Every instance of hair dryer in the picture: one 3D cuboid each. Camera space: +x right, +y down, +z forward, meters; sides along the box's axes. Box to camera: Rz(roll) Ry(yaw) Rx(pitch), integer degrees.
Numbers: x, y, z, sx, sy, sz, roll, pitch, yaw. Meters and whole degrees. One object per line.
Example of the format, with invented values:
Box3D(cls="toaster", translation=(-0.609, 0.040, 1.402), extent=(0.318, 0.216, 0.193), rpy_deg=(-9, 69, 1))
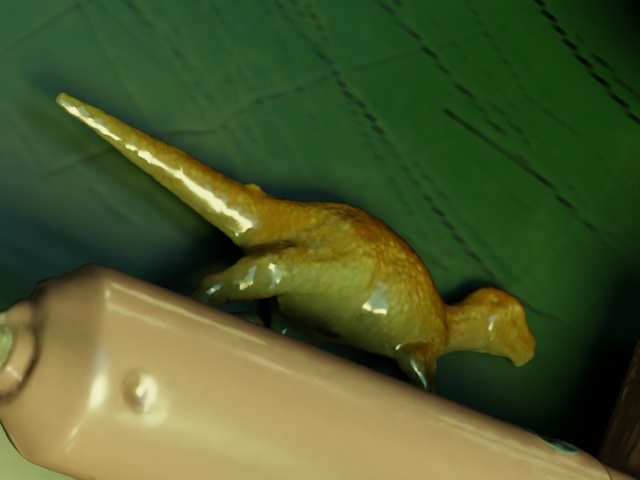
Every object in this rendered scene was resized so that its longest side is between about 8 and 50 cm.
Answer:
Box3D(cls="hair dryer", translation=(0.041, 0.106, 0.596), extent=(0.352, 0.125, 0.210), rpy_deg=(24, 83, -28))

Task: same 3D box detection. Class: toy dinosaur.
Box3D(cls="toy dinosaur", translation=(0.000, 0.000, 0.642), extent=(0.126, 0.039, 0.162), rpy_deg=(-30, 105, -27))
